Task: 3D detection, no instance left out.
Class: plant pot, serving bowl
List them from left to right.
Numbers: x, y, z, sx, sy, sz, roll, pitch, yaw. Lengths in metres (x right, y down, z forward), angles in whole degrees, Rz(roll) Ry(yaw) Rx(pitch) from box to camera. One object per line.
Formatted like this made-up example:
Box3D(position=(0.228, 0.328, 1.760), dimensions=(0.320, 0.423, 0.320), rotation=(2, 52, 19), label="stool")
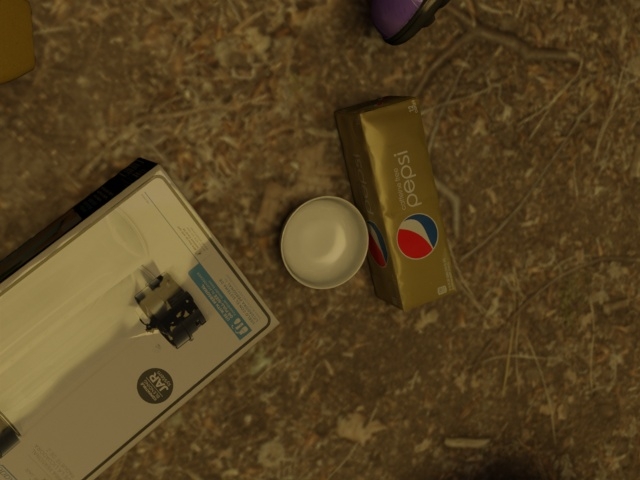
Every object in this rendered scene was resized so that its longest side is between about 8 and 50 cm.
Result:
Box3D(position=(-0.252, -0.146, 0.616), dimensions=(0.083, 0.081, 0.082), rotation=(-9, 103, -33), label="plant pot")
Box3D(position=(0.000, 0.000, 0.767), dimensions=(0.083, 0.027, 0.083), rotation=(-4, 101, -21), label="serving bowl")

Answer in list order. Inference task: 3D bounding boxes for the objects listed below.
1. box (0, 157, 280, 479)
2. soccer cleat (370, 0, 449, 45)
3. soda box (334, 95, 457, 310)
Box3D(position=(-0.197, 0.088, 0.670), dimensions=(0.290, 0.087, 0.169), rotation=(-38, 110, -12), label="box")
Box3D(position=(0.087, -0.319, 0.708), dimensions=(0.116, 0.108, 0.318), rotation=(21, 87, -22), label="soccer cleat")
Box3D(position=(0.067, -0.035, 0.770), dimensions=(0.058, 0.061, 0.181), rotation=(-19, 105, -17), label="soda box")
